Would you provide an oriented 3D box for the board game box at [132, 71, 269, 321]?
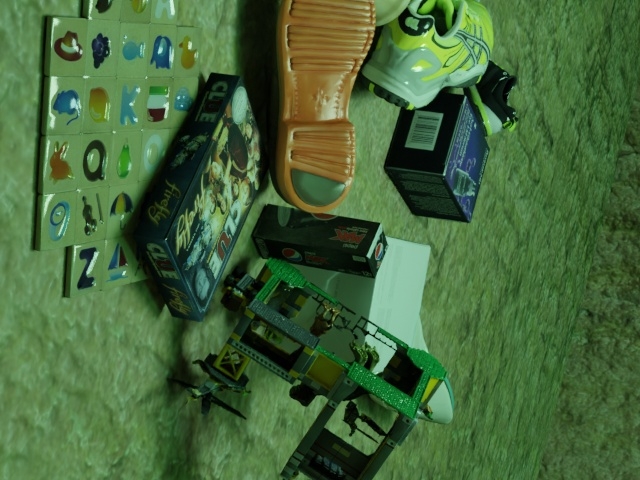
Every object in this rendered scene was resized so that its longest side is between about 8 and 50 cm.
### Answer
[{"bbox_3d":[-0.133,-0.051,1.472,0.165,0.042,0.243,74,31,-53],"label":"board game box"}]

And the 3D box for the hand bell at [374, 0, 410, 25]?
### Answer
[{"bbox_3d":[0.014,-0.371,1.664,0.242,0.126,0.126,10,90,-55],"label":"hand bell"}]

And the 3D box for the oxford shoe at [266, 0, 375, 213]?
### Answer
[{"bbox_3d":[-0.020,-0.222,1.608,0.130,0.133,0.364,6,95,-24],"label":"oxford shoe"}]

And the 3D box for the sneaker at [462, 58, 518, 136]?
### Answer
[{"bbox_3d":[0.302,-0.282,2.257,0.084,0.097,0.235,60,19,-59],"label":"sneaker"}]

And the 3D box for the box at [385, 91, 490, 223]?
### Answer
[{"bbox_3d":[0.203,-0.141,2.152,0.207,0.108,0.153,48,55,-61],"label":"box"}]

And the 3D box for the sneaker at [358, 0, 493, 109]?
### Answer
[{"bbox_3d":[0.199,-0.324,1.981,0.384,0.145,0.147,-45,163,-56],"label":"sneaker"}]

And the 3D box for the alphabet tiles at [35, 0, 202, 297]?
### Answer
[{"bbox_3d":[-0.208,-0.117,1.341,0.285,0.011,0.342,-16,114,-64],"label":"alphabet tiles"}]

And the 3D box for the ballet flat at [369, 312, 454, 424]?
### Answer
[{"bbox_3d":[0.119,0.197,2.101,0.139,0.139,0.400,-61,146,-38],"label":"ballet flat"}]

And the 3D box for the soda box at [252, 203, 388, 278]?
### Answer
[{"bbox_3d":[0.000,0.000,1.663,0.053,0.169,0.060,68,39,-52],"label":"soda box"}]

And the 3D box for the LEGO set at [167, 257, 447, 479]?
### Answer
[{"bbox_3d":[-0.017,0.193,1.592,0.192,0.331,0.255,-58,-174,20],"label":"LEGO set"}]

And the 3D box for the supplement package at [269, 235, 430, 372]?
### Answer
[{"bbox_3d":[0.044,0.082,1.820,0.203,0.149,0.194,10,90,-67],"label":"supplement package"}]

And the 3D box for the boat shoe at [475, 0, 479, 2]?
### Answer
[{"bbox_3d":[0.253,-0.406,2.249,0.040,0.049,0.142,87,20,-74],"label":"boat shoe"}]
